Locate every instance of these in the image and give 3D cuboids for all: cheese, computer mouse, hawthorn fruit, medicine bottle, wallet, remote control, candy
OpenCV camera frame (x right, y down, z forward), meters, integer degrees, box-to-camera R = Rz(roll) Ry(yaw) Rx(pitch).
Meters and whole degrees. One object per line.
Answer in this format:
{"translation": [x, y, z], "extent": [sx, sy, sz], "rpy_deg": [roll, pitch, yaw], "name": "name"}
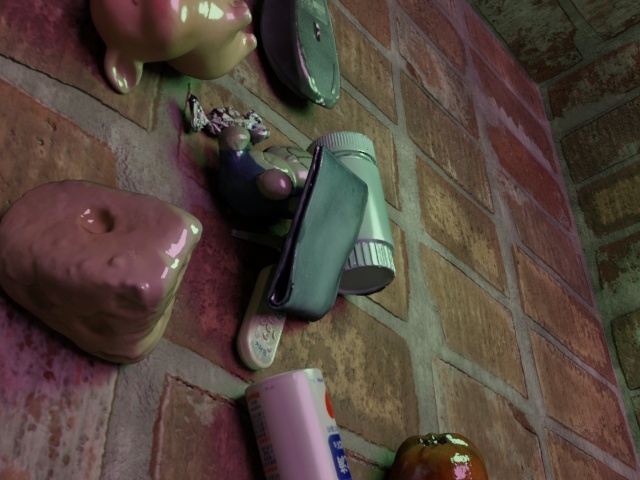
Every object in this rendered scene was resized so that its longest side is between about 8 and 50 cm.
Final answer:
{"translation": [-0.300, 0.044, 0.991], "extent": [0.248, 0.251, 0.174], "rpy_deg": [22, 52, 3], "name": "cheese"}
{"translation": [-0.050, -0.467, 1.769], "extent": [0.203, 0.114, 0.374], "rpy_deg": [19, 59, -52], "name": "computer mouse"}
{"translation": [0.228, 0.484, 1.394], "extent": [0.199, 0.199, 0.251], "rpy_deg": [-15, 93, -58], "name": "hawthorn fruit"}
{"translation": [-0.015, 0.376, 1.154], "extent": [0.130, 0.130, 0.341], "rpy_deg": [9, 59, -53], "name": "medicine bottle"}
{"translation": [0.061, -0.055, 1.569], "extent": [0.158, 0.158, 0.318], "rpy_deg": [24, 48, -46], "name": "medicine bottle"}
{"translation": [0.001, 0.001, 1.336], "extent": [0.290, 0.054, 0.251], "rpy_deg": [-71, 160, -4], "name": "wallet"}
{"translation": [-0.097, 0.130, 1.307], "extent": [0.078, 0.042, 0.221], "rpy_deg": [53, 32, -30], "name": "remote control"}
{"translation": [-0.181, -0.231, 1.459], "extent": [0.226, 0.051, 0.094], "rpy_deg": [-5, 60, -59], "name": "candy"}

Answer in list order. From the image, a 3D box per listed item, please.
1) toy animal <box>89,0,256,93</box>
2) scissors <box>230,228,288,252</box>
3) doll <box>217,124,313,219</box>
{"translation": [-0.256, -0.392, 1.322], "extent": [0.326, 0.269, 0.237], "rpy_deg": [70, 1, -76], "name": "toy animal"}
{"translation": [-0.078, 0.003, 1.421], "extent": [0.212, 0.021, 0.110], "rpy_deg": [12, 95, -41], "name": "scissors"}
{"translation": [-0.073, -0.111, 1.409], "extent": [0.258, 0.154, 0.228], "rpy_deg": [-8, 43, -49], "name": "doll"}
